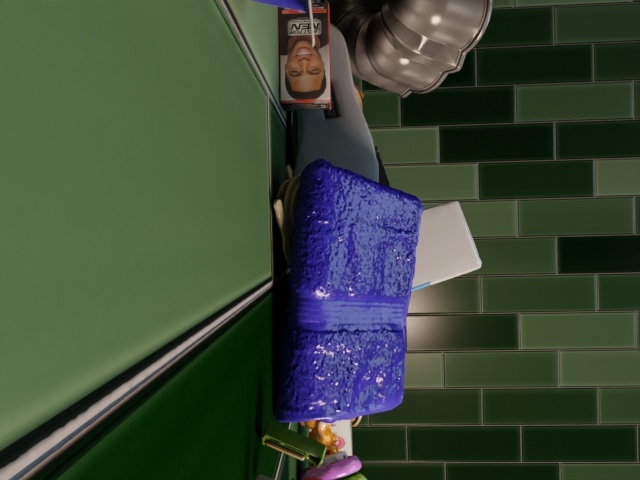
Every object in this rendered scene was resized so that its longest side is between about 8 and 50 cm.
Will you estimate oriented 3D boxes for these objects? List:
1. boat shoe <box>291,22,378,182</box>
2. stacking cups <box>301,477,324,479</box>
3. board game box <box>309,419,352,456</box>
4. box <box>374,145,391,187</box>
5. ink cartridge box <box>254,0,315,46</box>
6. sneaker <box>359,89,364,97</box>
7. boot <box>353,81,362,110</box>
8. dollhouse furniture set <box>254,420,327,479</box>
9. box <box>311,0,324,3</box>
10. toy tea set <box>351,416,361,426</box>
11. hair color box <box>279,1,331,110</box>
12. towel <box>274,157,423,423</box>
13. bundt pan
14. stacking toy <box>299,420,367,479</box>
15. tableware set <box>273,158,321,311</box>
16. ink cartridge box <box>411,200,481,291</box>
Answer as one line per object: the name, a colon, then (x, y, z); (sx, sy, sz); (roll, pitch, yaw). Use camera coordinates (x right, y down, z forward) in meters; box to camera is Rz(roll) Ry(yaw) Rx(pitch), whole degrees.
boat shoe: (0.006, -0.162, 0.778); (0.156, 0.136, 0.366); (91, -12, -79)
stacking cups: (-0.006, 0.377, 0.460); (0.316, 0.096, 0.095); (-82, 171, -80)
board game box: (0.027, 0.359, 1.145); (0.303, 0.098, 0.223); (-90, 177, -55)
box: (0.103, -0.049, 1.396); (0.343, 0.179, 0.312); (93, -10, -52)
ink cartridge box: (-0.040, -0.338, 0.388); (0.165, 0.065, 0.332); (84, 4, -61)
sneaker: (0.006, -0.324, 1.084); (0.099, 0.121, 0.262); (-52, -169, -13)
boot: (0.017, -0.212, 0.962); (0.305, 0.113, 0.115); (107, -5, -67)
dollhouse furniture set: (-0.046, 0.237, 0.385); (0.076, 0.059, 0.151); (98, 12, -58)
box: (-0.023, -0.497, 0.874); (0.183, 0.059, 0.232); (-73, 162, -83)
toy tea set: (0.030, 0.477, 1.392); (0.200, 0.125, 0.335); (-57, -159, 33)
hair color box: (-0.021, -0.260, 0.658); (0.043, 0.072, 0.141); (64, 24, -85)
towel: (0.052, 0.069, 0.596); (0.228, 0.076, 0.307); (10, 82, -50)
bundt pan: (0.116, -0.405, 0.742); (0.331, 0.124, 0.330); (12, -75, 55)
stacking toy: (0.022, 0.412, 0.755); (0.165, 0.175, 0.301); (83, -8, -68)
tableware set: (-0.028, 0.002, 0.620); (0.128, 0.039, 0.194); (-52, 140, -48)
ink cartridge box: (0.119, 0.041, 0.900); (0.307, 0.223, 0.128); (144, -72, -73)
